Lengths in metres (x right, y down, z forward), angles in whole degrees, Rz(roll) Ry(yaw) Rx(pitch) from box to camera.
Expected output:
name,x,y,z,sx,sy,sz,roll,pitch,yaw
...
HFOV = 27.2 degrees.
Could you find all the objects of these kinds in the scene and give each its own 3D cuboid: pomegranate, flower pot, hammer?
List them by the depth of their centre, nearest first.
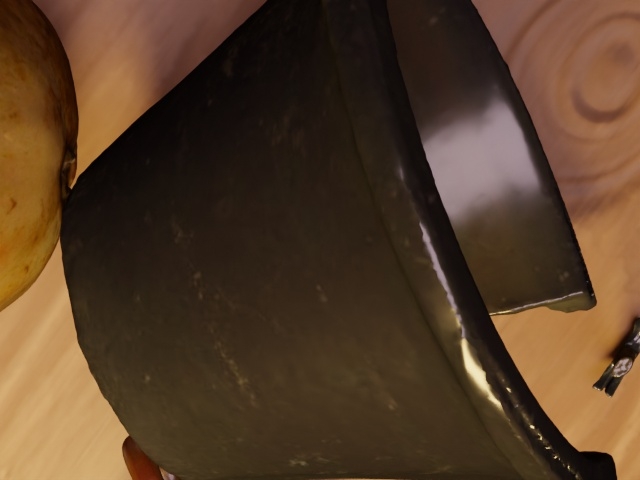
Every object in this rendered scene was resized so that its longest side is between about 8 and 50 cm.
name,x,y,z,sx,sy,sz,roll,pitch,yaw
pomegranate,-0.283,-0.056,0.791,0.270,0.229,0.252,2,101,-1
flower pot,0.000,0.000,0.802,0.251,0.379,0.379,-20,105,20
hammer,0.207,0.085,0.908,0.017,0.182,0.062,34,97,13

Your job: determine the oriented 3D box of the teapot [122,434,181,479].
name,x,y,z,sx,sy,sz,roll,pitch,yaw
teapot,-0.071,0.245,0.930,0.178,0.135,0.252,-28,105,-4
